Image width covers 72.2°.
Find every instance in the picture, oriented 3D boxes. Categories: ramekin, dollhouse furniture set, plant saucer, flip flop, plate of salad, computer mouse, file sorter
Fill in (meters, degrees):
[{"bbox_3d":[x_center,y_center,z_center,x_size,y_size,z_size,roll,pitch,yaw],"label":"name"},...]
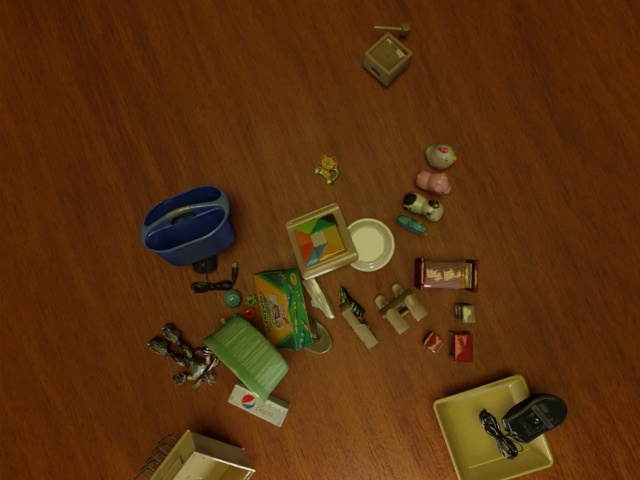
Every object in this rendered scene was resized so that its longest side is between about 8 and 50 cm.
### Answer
[{"bbox_3d":[-0.252,0.402,1.528,0.303,0.303,0.148,44,70,4],"label":"ramekin"},{"bbox_3d":[0.446,0.246,1.562,0.202,0.152,0.373,0,87,4],"label":"dollhouse furniture set"},{"bbox_3d":[0.605,0.674,1.570,0.333,0.081,0.332,-19,86,3],"label":"plant saucer"},{"bbox_3d":[-0.064,0.305,1.628,0.112,0.080,0.277,-36,86,1],"label":"flip flop"},{"bbox_3d":[0.212,0.232,1.535,0.242,0.212,0.161,-37,96,1],"label":"dollhouse furniture set"},{"bbox_3d":[0.176,0.016,1.640,0.200,0.048,0.199,0,88,9],"label":"plate of salad"},{"bbox_3d":[-0.410,0.072,1.670,0.184,0.060,0.261,1,88,5],"label":"computer mouse"},{"bbox_3d":[-0.585,0.829,1.620,0.105,0.118,0.170,34,90,7],"label":"file sorter"},{"bbox_3d":[0.698,0.603,1.498,0.272,0.072,0.188,-35,88,14],"label":"computer mouse"}]

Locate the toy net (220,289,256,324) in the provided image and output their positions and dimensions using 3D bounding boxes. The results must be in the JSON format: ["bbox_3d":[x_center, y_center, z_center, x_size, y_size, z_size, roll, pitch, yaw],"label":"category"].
[{"bbox_3d":[-0.324,0.309,1.667,0.122,0.045,0.232,13,91,-18],"label":"toy net"}]

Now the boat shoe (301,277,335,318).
[{"bbox_3d":[-0.011,0.215,1.639,0.063,0.066,0.184,-32,87,12],"label":"boat shoe"}]

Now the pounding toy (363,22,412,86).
[{"bbox_3d":[0.258,-0.719,1.653,0.206,0.094,0.181,-44,81,-8],"label":"pounding toy"}]

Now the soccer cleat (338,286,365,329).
[{"bbox_3d":[0.122,0.250,1.635,0.073,0.060,0.178,-22,92,-8],"label":"soccer cleat"}]

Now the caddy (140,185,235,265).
[{"bbox_3d":[-0.473,-0.061,1.581,0.342,0.179,0.241,-21,57,2],"label":"caddy"}]

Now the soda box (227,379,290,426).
[{"bbox_3d":[-0.227,0.602,1.631,0.216,0.069,0.073,24,89,4],"label":"soda box"}]

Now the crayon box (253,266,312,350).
[{"bbox_3d":[-0.135,0.241,1.565,0.166,0.081,0.278,-10,92,47],"label":"crayon box"}]

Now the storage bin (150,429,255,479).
[{"bbox_3d":[-0.424,0.836,1.541,0.262,0.123,0.260,37,89,-33],"label":"storage bin"}]

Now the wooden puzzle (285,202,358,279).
[{"bbox_3d":[0.000,0.000,1.628,0.221,0.044,0.238,-22,74,7],"label":"wooden puzzle"}]

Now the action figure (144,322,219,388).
[{"bbox_3d":[-0.504,0.443,1.644,0.285,0.099,0.185,40,85,1],"label":"action figure"}]

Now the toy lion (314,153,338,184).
[{"bbox_3d":[0.031,-0.277,1.675,0.100,0.034,0.096,43,83,4],"label":"toy lion"}]

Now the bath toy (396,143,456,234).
[{"bbox_3d":[0.404,-0.195,1.598,0.152,0.129,0.347,23,88,5],"label":"bath toy"}]
